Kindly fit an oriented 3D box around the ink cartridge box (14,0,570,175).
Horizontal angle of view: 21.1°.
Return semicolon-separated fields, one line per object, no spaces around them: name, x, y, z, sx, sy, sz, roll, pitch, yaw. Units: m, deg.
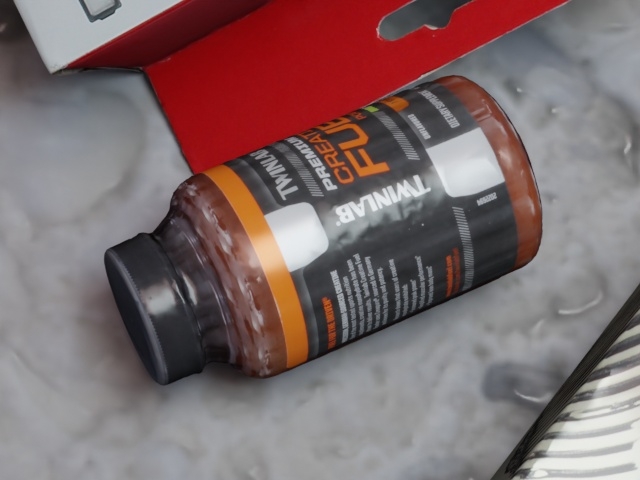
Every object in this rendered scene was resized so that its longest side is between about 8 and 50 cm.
ink cartridge box;-0.004;-0.204;0.790;0.309;0.130;0.271;-27;89;15

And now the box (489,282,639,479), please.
box;0.188;0.057;0.835;0.094;0.113;0.275;38;70;5

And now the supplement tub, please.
supplement tub;0.000;0.000;0.824;0.198;0.106;0.106;-23;78;-16
